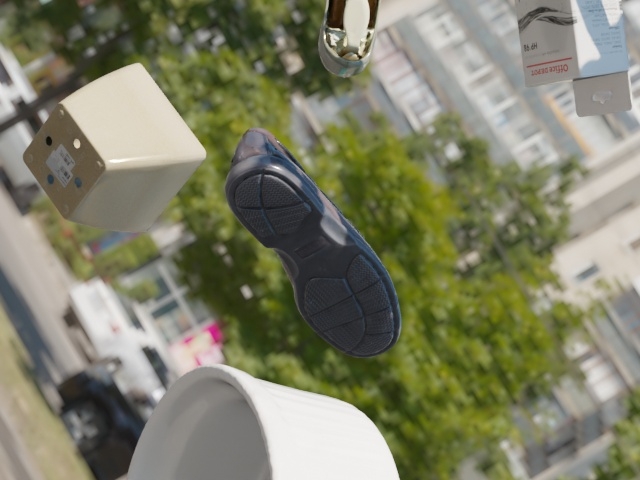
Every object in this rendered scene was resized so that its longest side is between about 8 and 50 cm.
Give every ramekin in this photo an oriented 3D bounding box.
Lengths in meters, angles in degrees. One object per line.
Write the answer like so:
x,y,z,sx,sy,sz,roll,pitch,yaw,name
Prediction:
-0.049,0.245,1.349,0.277,0.135,0.277,-27,-122,54,ramekin

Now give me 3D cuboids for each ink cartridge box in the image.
0.245,-0.210,1.635,0.104,0.060,0.180,178,-96,-66,ink cartridge box

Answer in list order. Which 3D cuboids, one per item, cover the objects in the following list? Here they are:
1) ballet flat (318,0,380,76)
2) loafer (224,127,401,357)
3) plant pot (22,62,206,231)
0.041,-0.275,1.715,0.068,0.072,0.213,158,-61,-83,ballet flat
0.000,0.000,1.781,0.302,0.109,0.095,54,21,-36,loafer
-0.183,-0.073,1.405,0.096,0.109,0.109,-15,63,-53,plant pot
